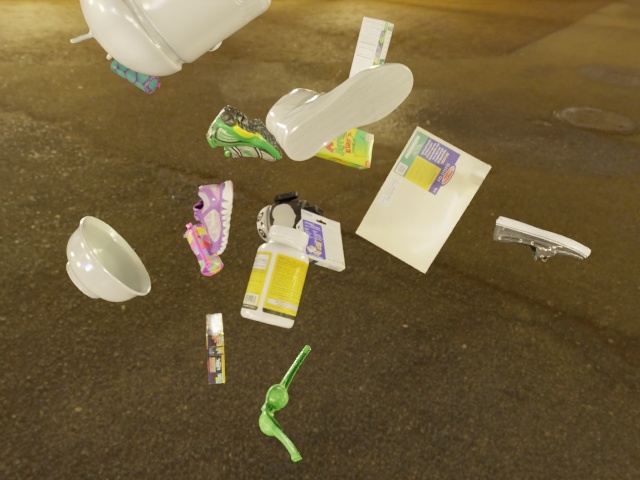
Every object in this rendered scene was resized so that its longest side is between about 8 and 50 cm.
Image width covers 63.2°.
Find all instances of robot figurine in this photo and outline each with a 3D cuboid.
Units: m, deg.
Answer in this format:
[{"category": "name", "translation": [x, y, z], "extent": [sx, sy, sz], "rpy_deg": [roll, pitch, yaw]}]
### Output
[{"category": "robot figurine", "translation": [-0.220, -0.397, 0.813], "extent": [0.354, 0.199, 0.300], "rpy_deg": [-32, -7, 7]}, {"category": "robot figurine", "translation": [-0.129, -0.078, 2.175], "extent": [0.279, 0.173, 0.209], "rpy_deg": [-8, 42, 16]}]

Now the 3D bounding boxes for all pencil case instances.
[{"category": "pencil case", "translation": [-0.498, 0.036, 2.203], "extent": [0.105, 0.104, 0.236], "rpy_deg": [-17, 57, -29]}, {"category": "pencil case", "translation": [-0.597, -0.536, 1.676], "extent": [0.152, 0.064, 0.070], "rpy_deg": [33, 17, 9]}]

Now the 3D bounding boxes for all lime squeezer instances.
[{"category": "lime squeezer", "translation": [-0.082, 0.351, 1.128], "extent": [0.059, 0.110, 0.310], "rpy_deg": [38, 26, -17]}]

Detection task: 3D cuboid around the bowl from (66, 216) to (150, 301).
[{"category": "bowl", "translation": [-0.668, 0.081, 1.581], "extent": [0.134, 0.297, 0.298], "rpy_deg": [-36, 38, 0]}]

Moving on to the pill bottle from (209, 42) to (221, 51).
[{"category": "pill bottle", "translation": [-0.381, -0.611, 1.441], "extent": [0.215, 0.117, 0.117], "rpy_deg": [3, 25, -41]}]

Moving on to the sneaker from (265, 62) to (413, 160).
[{"category": "sneaker", "translation": [0.026, -0.284, 1.043], "extent": [0.293, 0.108, 0.169], "rpy_deg": [-30, 39, -7]}]

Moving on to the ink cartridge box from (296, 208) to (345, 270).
[{"category": "ink cartridge box", "translation": [0.000, 0.000, 2.016], "extent": [0.206, 0.045, 0.208], "rpy_deg": [19, 53, -36]}]

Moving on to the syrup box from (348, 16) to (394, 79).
[{"category": "syrup box", "translation": [0.184, -0.682, 1.903], "extent": [0.097, 0.236, 0.093], "rpy_deg": [20, 22, 17]}]

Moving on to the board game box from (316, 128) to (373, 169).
[{"category": "board game box", "translation": [0.053, -0.251, 1.347], "extent": [0.182, 0.092, 0.043], "rpy_deg": [10, -5, -36]}]

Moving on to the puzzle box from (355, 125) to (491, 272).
[{"category": "puzzle box", "translation": [0.334, -0.132, 1.711], "extent": [0.272, 0.408, 0.052], "rpy_deg": [32, 13, 7]}]

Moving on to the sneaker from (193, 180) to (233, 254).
[{"category": "sneaker", "translation": [-0.304, -0.065, 1.454], "extent": [0.105, 0.236, 0.095], "rpy_deg": [3, 37, -13]}]

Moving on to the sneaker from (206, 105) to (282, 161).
[{"category": "sneaker", "translation": [-0.264, -0.352, 1.829], "extent": [0.344, 0.146, 0.134], "rpy_deg": [19, 39, -55]}]

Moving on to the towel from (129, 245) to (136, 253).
[{"category": "towel", "translation": [-0.718, 0.080, 1.909], "extent": [0.029, 0.067, 0.119], "rpy_deg": [17, 44, 10]}]

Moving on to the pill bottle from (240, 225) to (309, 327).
[{"category": "pill bottle", "translation": [-0.148, 0.125, 1.821], "extent": [0.188, 0.333, 0.188], "rpy_deg": [14, -11, 3]}]

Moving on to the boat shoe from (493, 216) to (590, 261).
[{"category": "boat shoe", "translation": [0.539, 0.012, 1.284], "extent": [0.229, 0.076, 0.080], "rpy_deg": [21, 2, 8]}]

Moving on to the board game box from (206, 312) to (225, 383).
[{"category": "board game box", "translation": [-0.297, 0.300, 1.467], "extent": [0.048, 0.140, 0.170], "rpy_deg": [-1, 13, -12]}]
